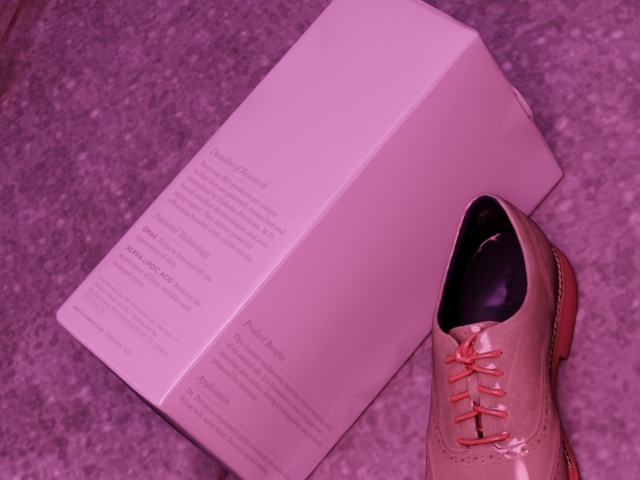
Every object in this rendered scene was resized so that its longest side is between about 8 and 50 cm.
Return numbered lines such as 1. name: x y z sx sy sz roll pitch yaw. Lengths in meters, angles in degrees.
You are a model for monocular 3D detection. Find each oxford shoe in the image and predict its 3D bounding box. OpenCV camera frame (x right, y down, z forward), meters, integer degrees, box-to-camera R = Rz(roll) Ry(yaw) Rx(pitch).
1. oxford shoe: 0.121 0.126 1.263 0.123 0.130 0.348 -12 55 23

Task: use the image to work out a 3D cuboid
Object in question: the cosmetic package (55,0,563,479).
1. cosmetic package: 0.000 0.000 1.363 0.385 0.217 0.156 -49 50 -9
